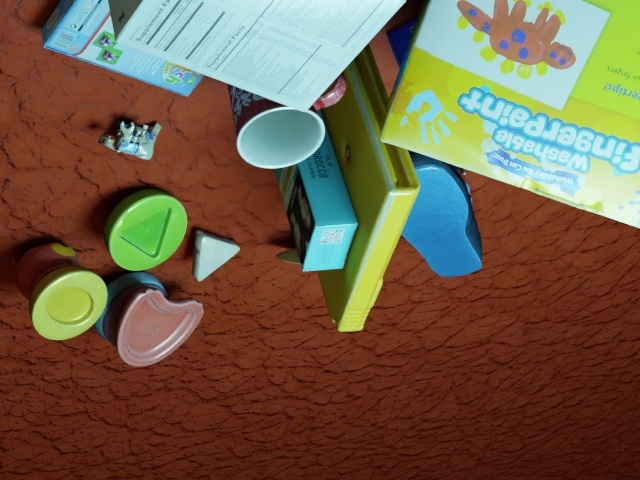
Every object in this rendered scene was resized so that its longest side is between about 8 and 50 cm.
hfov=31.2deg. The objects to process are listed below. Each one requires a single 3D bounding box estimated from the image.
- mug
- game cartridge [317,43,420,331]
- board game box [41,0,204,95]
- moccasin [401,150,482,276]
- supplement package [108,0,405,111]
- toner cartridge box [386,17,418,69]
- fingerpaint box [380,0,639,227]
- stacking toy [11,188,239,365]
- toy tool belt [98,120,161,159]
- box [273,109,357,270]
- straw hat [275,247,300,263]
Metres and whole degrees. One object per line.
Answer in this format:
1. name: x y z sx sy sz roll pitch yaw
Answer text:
1. mug: -0.051 -0.195 1.487 0.150 0.169 0.113 -10 144 -10
2. game cartridge: 0.042 -0.070 1.594 0.053 0.285 0.323 -4 143 -16
3. board game box: -0.215 -0.272 1.430 0.211 0.039 0.160 17 133 -36
4. moccasin: 0.174 -0.057 1.816 0.138 0.117 0.342 -8 150 10
5. supplement package: -0.083 -0.312 1.290 0.263 0.199 0.198 16 133 -37
6. toner cartridge box: 0.274 -0.277 1.509 0.348 0.165 0.075 -26 146 14
7. fingerpaint box: 0.338 -0.230 1.342 0.445 0.163 0.371 18 110 -1
8. stacking toy: -0.307 0.038 1.800 0.279 0.130 0.309 -51 141 3
9. toy tool belt: -0.262 -0.147 1.581 0.083 0.052 0.051 14 103 -40
10. box: -0.016 -0.084 1.585 0.060 0.244 0.100 -4 142 -17
11. straw hat: 0.000 0.000 1.858 0.144 0.144 0.061 0 99 -22
